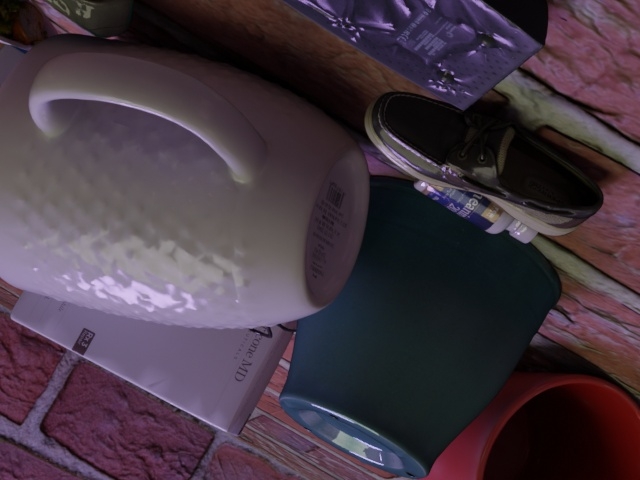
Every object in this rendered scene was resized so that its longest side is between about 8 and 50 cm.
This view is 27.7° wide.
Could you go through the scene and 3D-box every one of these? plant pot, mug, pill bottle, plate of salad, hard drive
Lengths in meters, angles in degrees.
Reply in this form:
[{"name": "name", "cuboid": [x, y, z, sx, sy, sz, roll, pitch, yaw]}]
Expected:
[{"name": "plant pot", "cuboid": [0.088, 0.110, 1.431, 0.271, 0.255, 0.272, 26, 161, 10]}, {"name": "mug", "cuboid": [-0.143, -0.067, 1.264, 0.328, 0.276, 0.374, 13, 159, 20]}, {"name": "pill bottle", "cuboid": [0.153, -0.048, 1.212, 0.120, 0.067, 0.067, 30, 162, -5]}, {"name": "plate of salad", "cuboid": [-0.347, -0.260, 1.324, 0.199, 0.048, 0.200, 33, -162, -12]}, {"name": "hard drive", "cuboid": [0.041, -0.204, 0.982, 0.254, 0.054, 0.172, 31, 161, -7]}, {"name": "plant pot", "cuboid": [0.256, 0.288, 1.689, 0.275, 0.275, 0.243, 37, 169, -23]}]

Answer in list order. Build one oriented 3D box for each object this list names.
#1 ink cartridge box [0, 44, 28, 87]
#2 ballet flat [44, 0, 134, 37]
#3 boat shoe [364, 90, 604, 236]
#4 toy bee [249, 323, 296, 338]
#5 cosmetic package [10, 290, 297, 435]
[{"name": "ink cartridge box", "cuboid": [-0.359, -0.156, 1.652, 0.139, 0.082, 0.190, 31, 163, -5]}, {"name": "ballet flat", "cuboid": [-0.275, -0.274, 1.269, 0.213, 0.072, 0.068, 28, 134, 0]}, {"name": "boat shoe", "cuboid": [0.148, -0.077, 1.138, 0.223, 0.080, 0.073, 27, 157, -11]}, {"name": "toy bee", "cuboid": [0.064, 0.135, 1.637, 0.298, 0.162, 0.195, 49, 163, -28]}, {"name": "cosmetic package", "cuboid": [-0.249, 0.122, 2.000, 0.385, 0.217, 0.156, 24, 171, 10]}]
